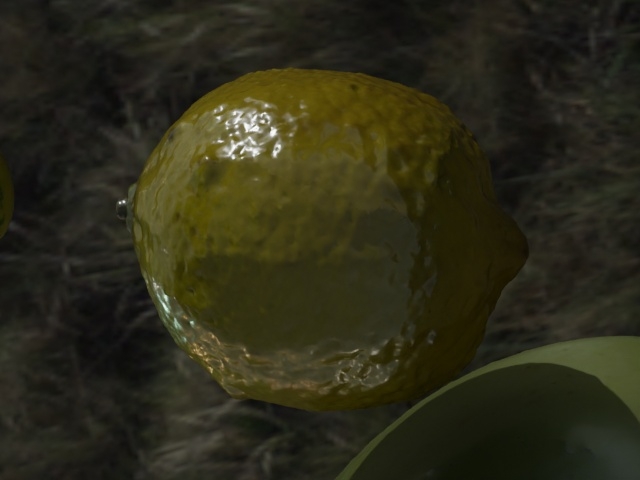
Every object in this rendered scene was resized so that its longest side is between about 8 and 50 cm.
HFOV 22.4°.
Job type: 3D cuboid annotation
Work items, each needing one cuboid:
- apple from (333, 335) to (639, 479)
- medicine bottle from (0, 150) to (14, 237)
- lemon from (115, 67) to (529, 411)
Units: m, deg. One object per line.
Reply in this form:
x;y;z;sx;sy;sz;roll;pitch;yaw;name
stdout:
0.161;0.244;1.005;0.357;0.357;0.357;11;105;43;apple
-0.347;0.007;1.225;0.076;0.309;0.111;-5;113;32;medicine bottle
0.000;0.000;0.901;0.231;0.192;0.192;7;106;7;lemon
